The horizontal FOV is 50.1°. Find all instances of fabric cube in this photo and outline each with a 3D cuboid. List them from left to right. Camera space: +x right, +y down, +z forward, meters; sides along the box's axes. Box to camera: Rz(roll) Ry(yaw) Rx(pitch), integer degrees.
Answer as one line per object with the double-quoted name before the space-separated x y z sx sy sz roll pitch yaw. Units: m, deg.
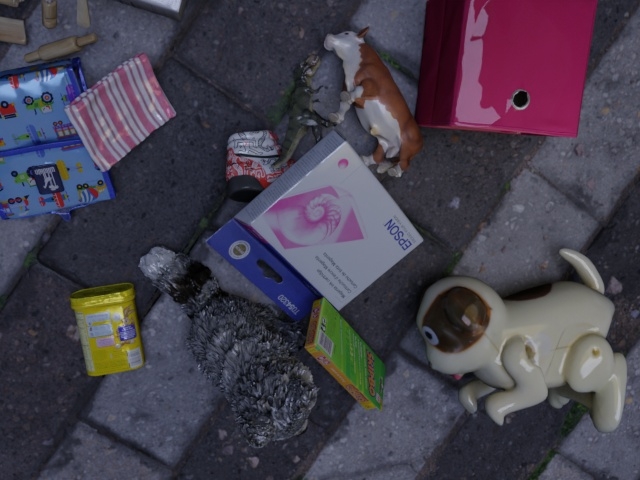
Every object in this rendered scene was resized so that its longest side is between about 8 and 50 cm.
"fabric cube" 0.348 -0.340 1.332 0.254 0.259 0.258 4 99 -9

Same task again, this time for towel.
"towel" -0.369 -0.240 1.280 0.197 0.029 0.144 -48 135 -28

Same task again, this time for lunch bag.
"lunch bag" -0.532 -0.175 1.302 0.221 0.138 0.293 -14 115 -8

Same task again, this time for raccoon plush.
"raccoon plush" -0.195 0.220 1.327 0.446 0.299 0.216 33 94 -13

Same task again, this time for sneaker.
"sneaker" -0.066 -0.144 1.384 0.270 0.090 0.144 6 68 -32

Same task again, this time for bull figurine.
"bull figurine" 0.101 -0.270 1.359 0.310 0.101 0.188 51 50 -20

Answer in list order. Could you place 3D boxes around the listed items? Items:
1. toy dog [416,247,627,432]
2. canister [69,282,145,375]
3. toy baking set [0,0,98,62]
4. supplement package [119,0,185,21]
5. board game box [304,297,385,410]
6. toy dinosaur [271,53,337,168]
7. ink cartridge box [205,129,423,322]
"toy dog" 0.404 0.199 1.436 0.408 0.284 0.395 11 98 -9
"canister" -0.431 0.182 1.398 0.126 0.073 0.169 -8 103 -8
"toy baking set" -0.496 -0.410 1.216 0.256 0.030 0.196 -7 141 16
"supplement package" -0.360 -0.509 1.247 0.244 0.134 0.139 14 98 -12
"board game box" 0.059 0.246 1.438 0.039 0.124 0.259 -23 125 30
"toy dinosaur" -0.019 -0.238 1.366 0.118 0.064 0.268 20 66 -18
"ink cartridge box" 0.000 0.000 1.364 0.330 0.071 0.324 -42 129 3
